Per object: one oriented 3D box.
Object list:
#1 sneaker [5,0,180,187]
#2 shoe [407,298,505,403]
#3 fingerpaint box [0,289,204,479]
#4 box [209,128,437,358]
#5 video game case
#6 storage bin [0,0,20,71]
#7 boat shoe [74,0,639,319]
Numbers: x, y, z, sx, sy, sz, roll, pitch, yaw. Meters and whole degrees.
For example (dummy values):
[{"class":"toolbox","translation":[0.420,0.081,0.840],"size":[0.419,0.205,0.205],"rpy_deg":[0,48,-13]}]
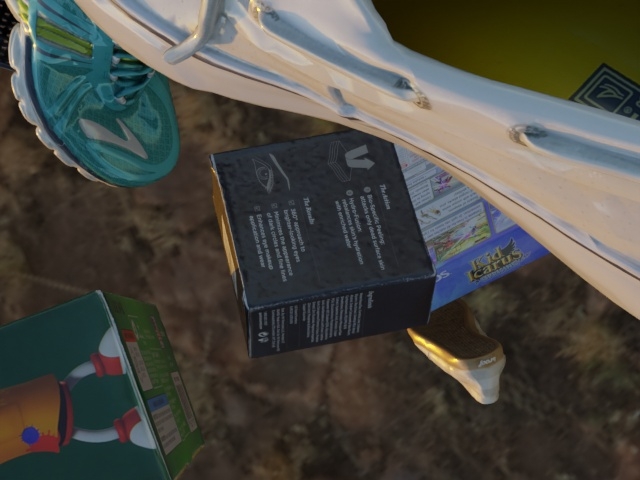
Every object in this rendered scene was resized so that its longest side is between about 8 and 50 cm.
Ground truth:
[{"class":"sneaker","translation":[-0.140,-0.138,0.987],"size":[0.110,0.107,0.275],"rpy_deg":[25,144,35]},{"class":"shoe","translation":[0.150,0.120,1.705],"size":[0.076,0.219,0.058],"rpy_deg":[-23,109,-6]},{"class":"fingerpaint box","translation":[-0.306,0.176,1.293],"size":[0.371,0.445,0.163],"rpy_deg":[-20,87,-2]},{"class":"box","translation":[0.000,0.000,1.288],"size":[0.093,0.158,0.156],"rpy_deg":[91,167,-58]},{"class":"video game case","translation":[0.176,-0.065,1.688],"size":[0.269,0.244,0.061],"rpy_deg":[-28,131,19]},{"class":"storage bin","translation":[-0.213,-0.193,1.272],"size":[0.180,0.084,0.122],"rpy_deg":[18,158,-2]},{"class":"boat shoe","translation":[0.029,-0.099,0.499],"size":[0.367,0.136,0.156],"rpy_deg":[35,161,23]}]
